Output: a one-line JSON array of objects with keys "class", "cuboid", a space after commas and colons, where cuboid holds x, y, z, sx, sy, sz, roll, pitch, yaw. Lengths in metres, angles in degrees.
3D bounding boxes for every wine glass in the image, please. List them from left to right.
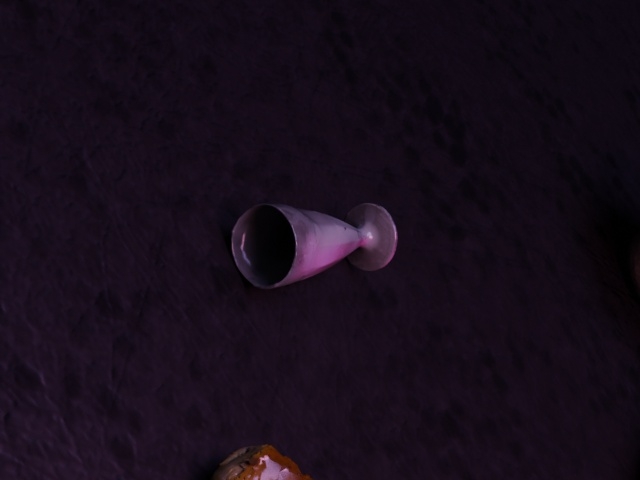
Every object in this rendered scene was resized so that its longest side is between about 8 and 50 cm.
[{"class": "wine glass", "cuboid": [0.000, 0.000, 1.226, 0.155, 0.073, 0.073, -6, 67, -50]}]

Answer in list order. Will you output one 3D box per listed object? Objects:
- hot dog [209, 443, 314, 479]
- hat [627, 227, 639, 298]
[{"class": "hot dog", "cuboid": [0.032, 0.259, 1.063, 0.289, 0.068, 0.083, 44, 44, -17]}, {"class": "hat", "cuboid": [0.434, 0.029, 1.646, 0.257, 0.130, 0.257, 30, 43, -32]}]
